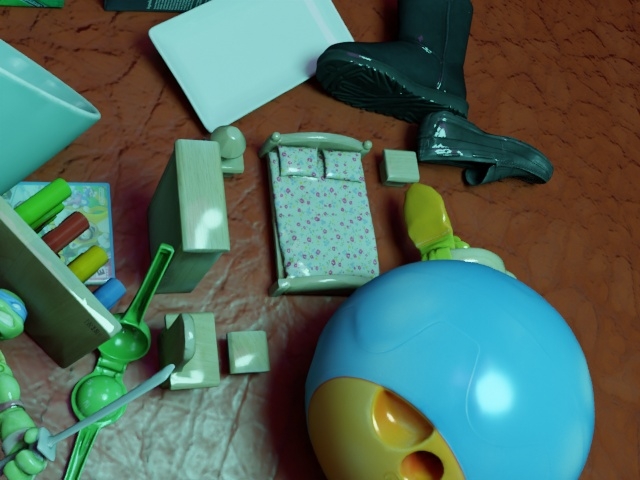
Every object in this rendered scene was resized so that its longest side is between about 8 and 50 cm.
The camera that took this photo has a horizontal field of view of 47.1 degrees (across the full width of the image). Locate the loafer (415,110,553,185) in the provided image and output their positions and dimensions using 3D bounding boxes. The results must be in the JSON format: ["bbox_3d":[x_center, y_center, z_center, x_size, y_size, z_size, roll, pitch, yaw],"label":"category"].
[{"bbox_3d":[0.228,-0.111,1.027,0.223,0.076,0.078,16,82,-24],"label":"loafer"}]

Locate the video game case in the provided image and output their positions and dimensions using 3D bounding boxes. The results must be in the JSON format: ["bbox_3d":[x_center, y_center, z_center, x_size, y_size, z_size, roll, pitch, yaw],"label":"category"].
[{"bbox_3d":[-0.311,-0.007,0.792,0.166,0.015,0.119,-1,71,-23],"label":"video game case"}]

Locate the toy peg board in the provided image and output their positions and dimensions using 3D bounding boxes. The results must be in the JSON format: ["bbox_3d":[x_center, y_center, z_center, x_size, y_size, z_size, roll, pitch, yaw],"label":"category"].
[{"bbox_3d":[-0.255,0.027,0.710,0.160,0.161,0.079,49,53,-9],"label":"toy peg board"}]

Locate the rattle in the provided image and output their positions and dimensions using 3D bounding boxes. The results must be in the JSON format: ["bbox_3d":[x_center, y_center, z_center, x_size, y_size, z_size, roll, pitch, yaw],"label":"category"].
[{"bbox_3d":[0.191,0.029,0.949,0.200,0.130,0.143,13,36,-28],"label":"rattle"}]

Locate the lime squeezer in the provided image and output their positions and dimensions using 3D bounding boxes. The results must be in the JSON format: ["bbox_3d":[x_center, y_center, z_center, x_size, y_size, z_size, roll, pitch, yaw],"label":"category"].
[{"bbox_3d":[-0.206,0.142,0.735,0.059,0.110,0.310,21,94,-32],"label":"lime squeezer"}]

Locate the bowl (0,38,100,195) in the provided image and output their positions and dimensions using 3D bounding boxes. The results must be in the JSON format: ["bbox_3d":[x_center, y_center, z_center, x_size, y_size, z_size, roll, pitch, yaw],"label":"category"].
[{"bbox_3d":[-0.382,-0.137,0.679,0.311,0.311,0.163,33,94,-8],"label":"bowl"}]

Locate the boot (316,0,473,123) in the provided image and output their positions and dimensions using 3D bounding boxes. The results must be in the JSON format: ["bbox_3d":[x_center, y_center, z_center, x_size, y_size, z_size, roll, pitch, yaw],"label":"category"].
[{"bbox_3d":[0.109,-0.282,1.023,0.246,0.094,0.207,14,69,-27],"label":"boot"}]

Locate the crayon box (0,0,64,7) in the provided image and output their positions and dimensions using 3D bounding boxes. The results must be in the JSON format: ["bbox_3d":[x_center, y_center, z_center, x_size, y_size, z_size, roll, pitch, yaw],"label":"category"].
[{"bbox_3d":[-0.404,-0.420,0.874,0.165,0.081,0.278,-5,73,-24],"label":"crayon box"}]

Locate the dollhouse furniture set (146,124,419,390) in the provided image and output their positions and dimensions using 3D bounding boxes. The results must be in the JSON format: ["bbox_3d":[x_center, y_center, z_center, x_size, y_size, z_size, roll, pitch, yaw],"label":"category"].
[{"bbox_3d":[0.000,0.000,0.829,0.355,0.174,0.303,0,71,-22],"label":"dollhouse furniture set"}]

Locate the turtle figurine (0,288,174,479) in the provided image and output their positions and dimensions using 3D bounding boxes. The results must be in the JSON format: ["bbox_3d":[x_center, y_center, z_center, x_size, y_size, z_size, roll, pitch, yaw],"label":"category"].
[{"bbox_3d":[-0.320,0.135,0.575,0.198,0.275,0.266,52,56,-37],"label":"turtle figurine"}]

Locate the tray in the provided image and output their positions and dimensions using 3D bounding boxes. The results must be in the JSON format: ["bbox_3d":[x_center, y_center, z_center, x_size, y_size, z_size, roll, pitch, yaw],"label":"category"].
[{"bbox_3d":[-0.083,-0.257,0.964,0.270,0.030,0.145,-36,99,-29],"label":"tray"}]

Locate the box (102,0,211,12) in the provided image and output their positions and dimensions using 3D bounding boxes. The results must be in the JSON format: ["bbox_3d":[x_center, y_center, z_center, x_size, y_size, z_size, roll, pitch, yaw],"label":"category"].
[{"bbox_3d":[-0.204,-0.383,0.938,0.158,0.093,0.156,-7,73,-24],"label":"box"}]

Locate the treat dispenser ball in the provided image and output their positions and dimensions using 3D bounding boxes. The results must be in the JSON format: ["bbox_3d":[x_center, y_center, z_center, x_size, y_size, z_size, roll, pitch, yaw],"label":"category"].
[{"bbox_3d":[0.127,0.164,0.751,0.288,0.288,0.288,8,67,-20],"label":"treat dispenser ball"}]
